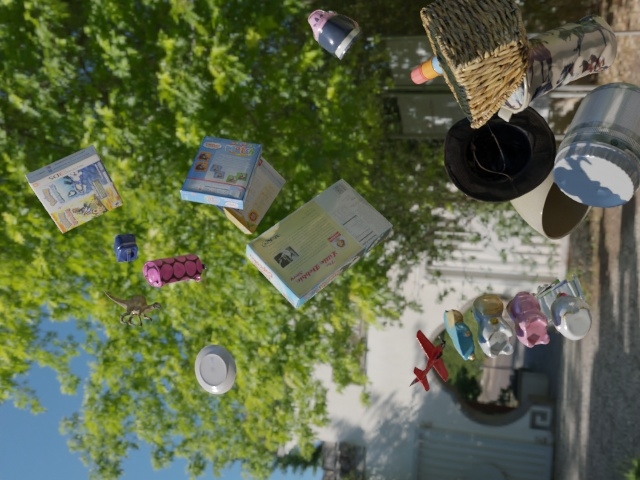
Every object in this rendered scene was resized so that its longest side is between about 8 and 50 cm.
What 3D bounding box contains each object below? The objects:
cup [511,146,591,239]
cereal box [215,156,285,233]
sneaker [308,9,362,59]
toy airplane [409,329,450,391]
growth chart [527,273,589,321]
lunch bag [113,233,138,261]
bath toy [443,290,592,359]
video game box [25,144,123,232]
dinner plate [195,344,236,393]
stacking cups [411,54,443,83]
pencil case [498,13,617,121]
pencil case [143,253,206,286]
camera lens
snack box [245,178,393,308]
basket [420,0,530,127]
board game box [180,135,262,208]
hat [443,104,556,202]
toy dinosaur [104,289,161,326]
[{"bbox_3d":[0.801,-0.200,2.252,0.331,0.237,0.331,-20,-54,-30],"label":"cup"},{"bbox_3d":[-0.239,-0.166,2.141,0.173,0.047,0.240,45,-118,-30],"label":"cereal box"},{"bbox_3d":[0.031,-0.559,1.658,0.112,0.131,0.319,-51,12,12],"label":"sneaker"},{"bbox_3d":[0.252,0.282,1.455,0.151,0.028,0.151,5,-99,-36],"label":"toy airplane"},{"bbox_3d":[0.730,0.197,2.003,0.021,0.237,0.172,36,-142,-23],"label":"growth chart"},{"bbox_3d":[-0.638,0.031,2.066,0.065,0.067,0.098,67,149,27],"label":"lunch bag"},{"bbox_3d":[0.492,0.194,1.567,0.129,0.348,0.151,-121,23,-77],"label":"bath toy"},{"bbox_3d":[-0.654,-0.136,1.694,0.048,0.187,0.205,54,164,36],"label":"video game box"},{"bbox_3d":[-0.301,0.366,1.787,0.017,0.141,0.141,3,-90,-66],"label":"dinner plate"},{"bbox_3d":[0.457,-0.670,2.340,0.096,0.316,0.096,5,-99,-35],"label":"stacking cups"},{"bbox_3d":[0.634,-0.482,1.726,0.410,0.160,0.183,-27,-34,-25],"label":"pencil case"},{"bbox_3d":[-0.485,0.102,2.094,0.209,0.095,0.098,-9,-95,-54],"label":"pencil case"},{"bbox_3d":[0.746,-0.250,1.623,0.274,0.219,0.219,-57,-28,-22],"label":"camera lens"},{"bbox_3d":[0.000,0.000,1.540,0.322,0.187,0.060,-36,-20,-26],"label":"snack box"},{"bbox_3d":[0.417,-0.485,1.615,0.223,0.213,0.299,53,-164,-47],"label":"basket"},{"bbox_3d":[-0.251,-0.179,1.628,0.039,0.160,0.211,95,-174,-51],"label":"board game box"},{"bbox_3d":[0.539,-0.251,1.918,0.134,0.331,0.331,50,-135,-73],"label":"hat"},{"bbox_3d":[-0.554,0.202,1.861,0.053,0.183,0.093,73,-151,-75],"label":"toy dinosaur"}]
